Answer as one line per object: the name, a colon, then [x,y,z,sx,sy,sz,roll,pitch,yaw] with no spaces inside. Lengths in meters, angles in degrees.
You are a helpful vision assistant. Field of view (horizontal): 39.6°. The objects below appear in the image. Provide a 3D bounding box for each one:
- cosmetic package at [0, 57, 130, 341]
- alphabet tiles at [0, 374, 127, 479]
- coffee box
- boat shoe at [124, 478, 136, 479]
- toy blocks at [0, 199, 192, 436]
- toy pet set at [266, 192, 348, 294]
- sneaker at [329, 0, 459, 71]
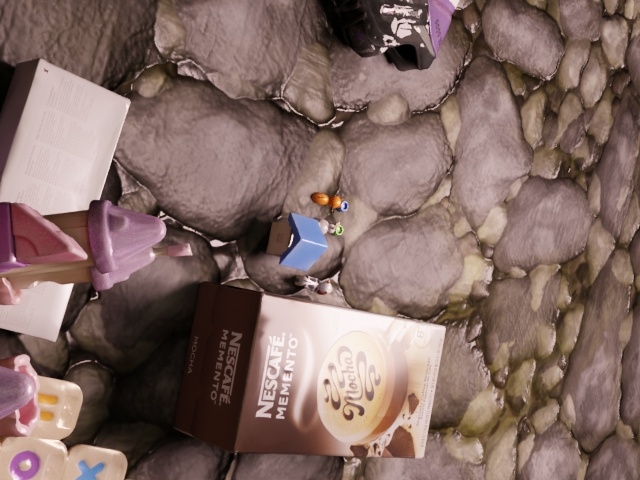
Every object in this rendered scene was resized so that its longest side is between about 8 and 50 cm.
cosmetic package: [-0.263,-0.036,0.818,0.098,0.060,0.239,24,78,-42]
alphabet tiles: [-0.318,0.259,0.819,0.278,0.021,0.284,21,80,-41]
coffee box: [-0.004,0.155,1.022,0.297,0.118,0.168,13,85,-41]
boat shoe: [-0.159,0.294,0.948,0.137,0.043,0.049,42,64,-37]
toy blocks: [-0.239,-0.012,0.623,0.259,0.288,0.309,-7,82,-1]
toy pet set: [0.000,0.000,1.051,0.114,0.065,0.122,16,82,-41]
sneaker: [0.058,-0.289,1.059,0.283,0.107,0.124,19,87,-41]
